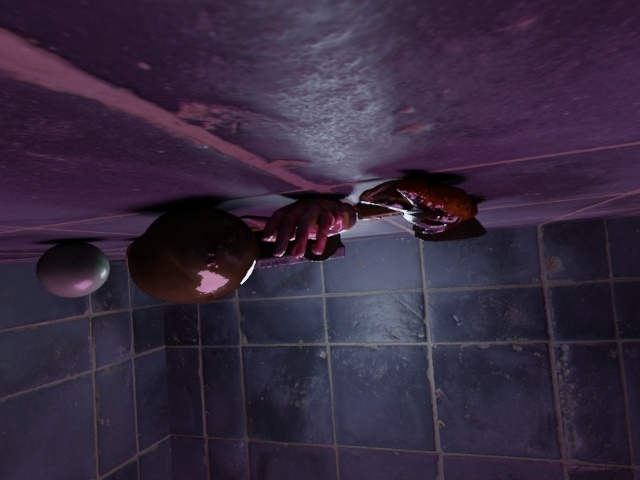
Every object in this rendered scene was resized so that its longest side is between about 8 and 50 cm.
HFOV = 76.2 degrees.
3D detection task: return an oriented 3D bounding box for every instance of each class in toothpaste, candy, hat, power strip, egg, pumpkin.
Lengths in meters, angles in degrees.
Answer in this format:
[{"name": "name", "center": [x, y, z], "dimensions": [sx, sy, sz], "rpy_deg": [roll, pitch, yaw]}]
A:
[{"name": "toothpaste", "center": [-0.169, -0.051, 1.234], "dimensions": [0.067, 0.043, 0.194], "rpy_deg": [-3, 173, 40]}, {"name": "candy", "center": [0.343, -0.068, 1.093], "dimensions": [0.292, 0.059, 0.086], "rpy_deg": [-22, -166, -27]}, {"name": "hat", "center": [0.000, 0.000, 1.327], "dimensions": [0.146, 0.146, 0.067], "rpy_deg": [-5, 169, 13]}, {"name": "power strip", "center": [0.217, -0.087, 1.058], "dimensions": [0.305, 0.044, 0.064], "rpy_deg": [-6, 177, 29]}, {"name": "egg", "center": [-0.890, 0.103, 1.470], "dimensions": [0.282, 0.203, 0.203], "rpy_deg": [-1, 179, 29]}, {"name": "pumpkin", "center": [0.398, -0.065, 1.279], "dimensions": [0.217, 0.110, 0.217], "rpy_deg": [-11, -173, 1]}]

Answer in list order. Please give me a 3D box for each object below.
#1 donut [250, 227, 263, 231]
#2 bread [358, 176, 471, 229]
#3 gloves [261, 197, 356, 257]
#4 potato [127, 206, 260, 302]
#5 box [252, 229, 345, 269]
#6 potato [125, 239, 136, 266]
[{"name": "donut", "center": [-0.225, -0.007, 1.555], "dimensions": [0.146, 0.078, 0.181], "rpy_deg": [-4, 174, 35]}, {"name": "bread", "center": [0.211, -0.084, 0.826], "dimensions": [0.269, 0.095, 0.139], "rpy_deg": [17, 161, -40]}, {"name": "gloves", "center": [-0.033, -0.040, 0.923], "dimensions": [0.145, 0.126, 0.241], "rpy_deg": [25, -160, 40]}, {"name": "potato", "center": [-0.284, 0.034, 0.944], "dimensions": [0.326, 0.221, 0.243], "rpy_deg": [-12, 171, 30]}, {"name": "box", "center": [-0.097, 0.014, 1.393], "dimensions": [0.325, 0.047, 0.180], "rpy_deg": [-7, -148, -18]}, {"name": "potato", "center": [-0.678, 0.048, 1.597], "dimensions": [0.161, 0.128, 0.235], "rpy_deg": [-21, 180, -29]}]
